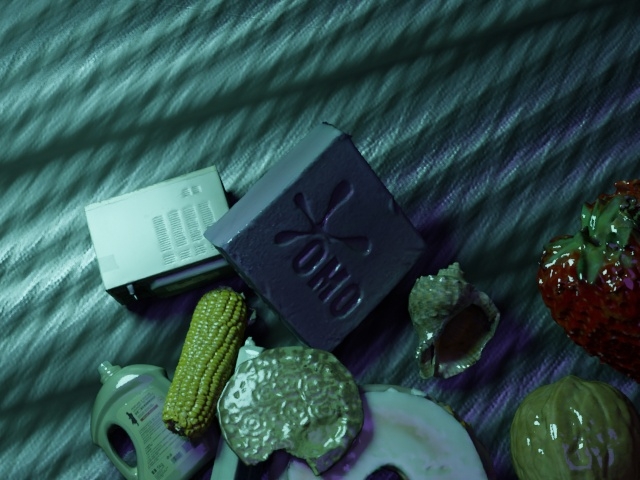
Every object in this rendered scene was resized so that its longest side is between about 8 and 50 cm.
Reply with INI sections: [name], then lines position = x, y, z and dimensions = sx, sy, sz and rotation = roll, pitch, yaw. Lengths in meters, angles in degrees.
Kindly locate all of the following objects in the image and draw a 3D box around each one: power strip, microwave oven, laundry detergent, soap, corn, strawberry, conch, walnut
[power strip]
position = -0.119, 0.302, 1.638
dimensions = 0.046, 0.118, 0.271
rotation = 5, 74, 23
[microwave oven]
position = -0.265, 0.001, 1.713
dimensions = 0.240, 0.145, 0.194
rotation = -18, 78, -3
[laundry detergent]
position = -0.293, 0.307, 1.657
dimensions = 0.181, 0.091, 0.253
rotation = -43, 78, -8
[soap]
position = 0.000, 0.000, 1.645
dimensions = 0.285, 0.107, 0.296
rotation = -47, 120, -11
[corn]
position = -0.190, 0.206, 1.634
dimensions = 0.106, 0.106, 0.293
rotation = 11, 51, 5
[strawberry]
position = 0.549, 0.084, 1.618
dimensions = 0.312, 0.267, 0.351
rotation = -43, 102, -15
[conch]
position = 0.222, 0.141, 1.664
dimensions = 0.155, 0.130, 0.207
rotation = 11, 85, 18
[walnut]
position = 0.413, 0.327, 1.568
dimensions = 0.227, 0.228, 0.228
rotation = -1, 75, 2

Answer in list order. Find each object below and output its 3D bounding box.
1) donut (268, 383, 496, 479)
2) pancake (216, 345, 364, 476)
[donut]
position = 0.101, 0.421, 1.574
dimensions = 0.382, 0.142, 0.383
rotation = -1, 69, 2
[pancake]
position = -0.046, 0.267, 1.552
dimensions = 0.235, 0.029, 0.212
rotation = 12, 66, 8
